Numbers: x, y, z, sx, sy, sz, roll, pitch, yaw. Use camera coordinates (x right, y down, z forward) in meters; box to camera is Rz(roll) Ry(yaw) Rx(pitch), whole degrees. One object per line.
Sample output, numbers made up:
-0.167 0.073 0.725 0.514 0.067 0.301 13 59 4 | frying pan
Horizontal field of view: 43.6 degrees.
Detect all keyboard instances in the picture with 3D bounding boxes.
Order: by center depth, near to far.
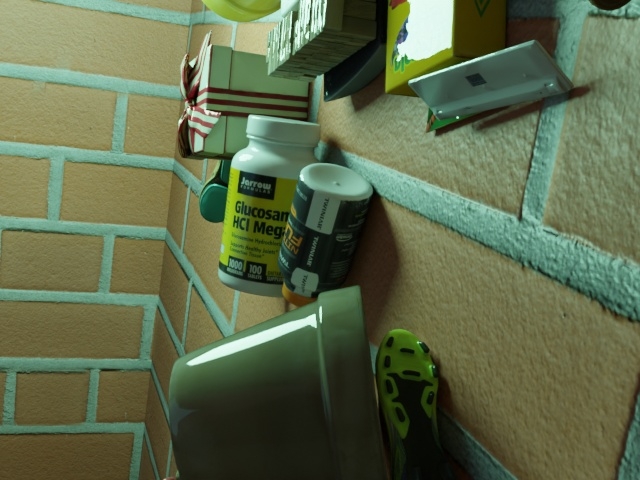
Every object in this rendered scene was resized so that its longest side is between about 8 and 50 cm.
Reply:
0.197 -0.190 0.976 0.014 0.072 0.256 -47 19 -18 | keyboard

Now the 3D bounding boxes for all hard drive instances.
0.070 -0.353 1.387 0.255 0.054 0.172 150 122 -66 | hard drive

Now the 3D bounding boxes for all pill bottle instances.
0.000 0.000 1.396 0.130 0.130 0.245 -116 36 -53 | pill bottle
-0.091 -0.070 1.569 0.188 0.188 0.334 -147 63 -67 | pill bottle

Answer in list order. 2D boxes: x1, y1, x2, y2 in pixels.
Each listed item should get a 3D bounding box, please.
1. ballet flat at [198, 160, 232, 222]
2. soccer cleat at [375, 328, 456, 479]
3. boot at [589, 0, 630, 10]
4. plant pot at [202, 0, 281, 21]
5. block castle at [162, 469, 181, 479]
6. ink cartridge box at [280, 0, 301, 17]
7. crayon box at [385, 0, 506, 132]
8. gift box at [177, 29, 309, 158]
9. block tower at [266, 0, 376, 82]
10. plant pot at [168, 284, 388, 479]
-0.230 -0.171 2.092 0.348 0.123 0.123 123 145 -54 | ballet flat
0.117 0.262 1.089 0.121 0.093 0.289 118 148 -52 | soccer cleat
0.276 -0.318 0.816 0.152 0.073 0.197 13 87 68 | boot
-0.128 -0.619 1.727 0.239 0.254 0.254 5 91 55 | plant pot
-0.097 0.557 1.303 0.453 0.303 0.212 -134 52 -62 | block castle
0.007 -0.542 1.336 0.296 0.066 0.261 169 102 -69 | ink cartridge box
0.167 -0.322 1.085 0.202 0.081 0.318 168 104 -68 | crayon box
-0.176 -0.298 1.740 0.276 0.258 0.255 171 102 -70 | gift box
-0.004 -0.354 1.376 0.335 0.097 0.091 174 99 -72 | block tower
-0.057 0.239 1.138 0.323 0.280 0.323 -7 -90 -88 | plant pot
